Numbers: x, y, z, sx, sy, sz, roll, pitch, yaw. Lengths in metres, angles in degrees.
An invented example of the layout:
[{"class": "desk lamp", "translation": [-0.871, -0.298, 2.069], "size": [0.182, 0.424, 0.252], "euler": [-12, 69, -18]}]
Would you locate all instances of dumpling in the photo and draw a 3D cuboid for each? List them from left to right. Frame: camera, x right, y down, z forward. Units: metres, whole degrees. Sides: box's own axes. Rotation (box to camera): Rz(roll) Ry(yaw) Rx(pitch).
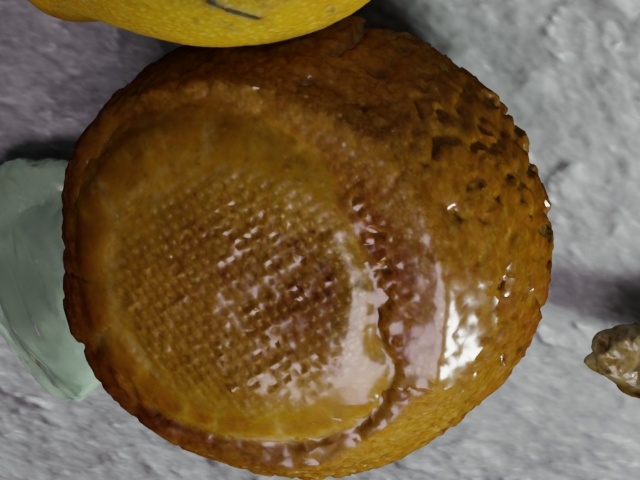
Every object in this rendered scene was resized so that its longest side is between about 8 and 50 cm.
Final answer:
[{"class": "dumpling", "translation": [-0.172, 0.021, 1.334], "size": [0.108, 0.152, 0.219], "euler": [-11, 142, -42]}]

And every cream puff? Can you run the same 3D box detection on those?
[{"class": "cream puff", "translation": [0.000, 0.000, 1.145], "size": [0.303, 0.212, 0.303], "euler": [7, 107, 24]}]

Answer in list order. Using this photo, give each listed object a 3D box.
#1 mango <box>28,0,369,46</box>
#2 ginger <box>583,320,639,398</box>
[{"class": "mango", "translation": [-0.071, -0.182, 1.023], "size": [0.295, 0.120, 0.177], "euler": [-11, 133, 29]}, {"class": "ginger", "translation": [0.336, 0.129, 1.313], "size": [0.333, 0.080, 0.166], "euler": [28, 155, -27]}]
